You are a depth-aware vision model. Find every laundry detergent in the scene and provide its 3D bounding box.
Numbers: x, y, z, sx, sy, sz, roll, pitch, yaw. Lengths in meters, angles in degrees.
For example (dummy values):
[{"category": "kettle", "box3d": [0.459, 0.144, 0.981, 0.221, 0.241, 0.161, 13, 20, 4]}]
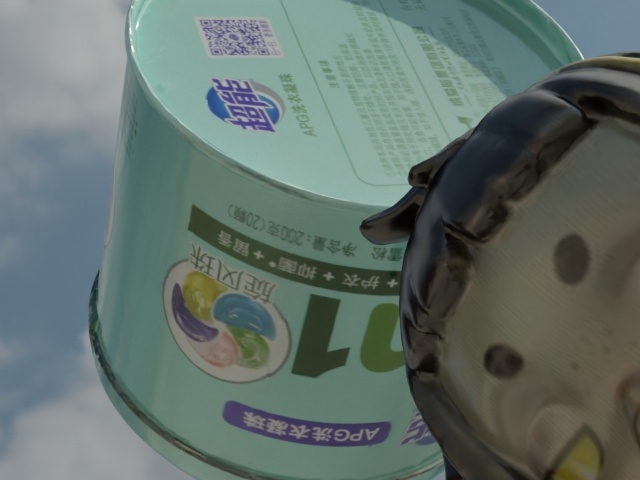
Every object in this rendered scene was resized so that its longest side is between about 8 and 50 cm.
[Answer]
[{"category": "laundry detergent", "box3d": [0.000, 0.000, 1.043, 0.287, 0.287, 0.305, -4, -47, -20]}]

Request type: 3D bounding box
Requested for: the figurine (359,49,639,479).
[{"category": "figurine", "box3d": [0.169, 0.067, 0.527, 0.167, 0.370, 0.281, -6, -49, -57]}]
